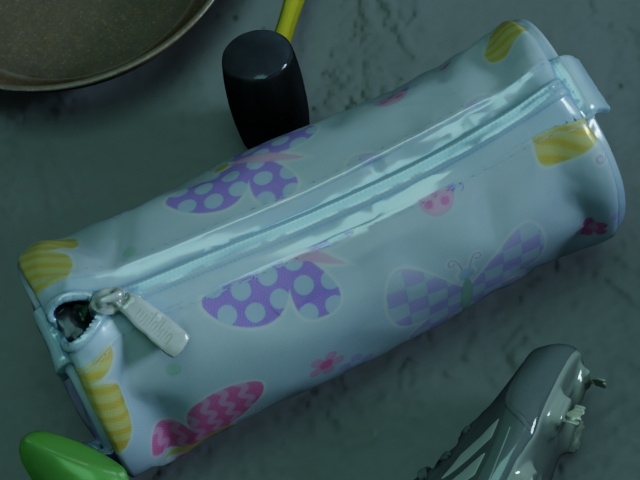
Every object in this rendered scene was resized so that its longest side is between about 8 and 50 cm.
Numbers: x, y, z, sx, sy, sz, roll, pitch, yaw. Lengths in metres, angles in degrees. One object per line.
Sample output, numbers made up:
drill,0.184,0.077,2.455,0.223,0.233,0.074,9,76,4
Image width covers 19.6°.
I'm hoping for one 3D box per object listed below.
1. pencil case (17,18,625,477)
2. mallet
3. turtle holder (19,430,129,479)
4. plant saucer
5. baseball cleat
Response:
pencil case,0.000,0.000,0.839,0.273,0.124,0.113,-25,59,-6
mallet,-0.013,-0.136,0.954,0.039,0.062,0.189,5,61,14
turtle holder,-0.062,0.231,0.667,0.320,0.243,0.227,17,102,-1
plant saucer,-0.136,-0.154,1.001,0.199,0.036,0.198,-4,59,7
baseball cleat,0.038,0.121,0.793,0.109,0.072,0.206,19,63,23
